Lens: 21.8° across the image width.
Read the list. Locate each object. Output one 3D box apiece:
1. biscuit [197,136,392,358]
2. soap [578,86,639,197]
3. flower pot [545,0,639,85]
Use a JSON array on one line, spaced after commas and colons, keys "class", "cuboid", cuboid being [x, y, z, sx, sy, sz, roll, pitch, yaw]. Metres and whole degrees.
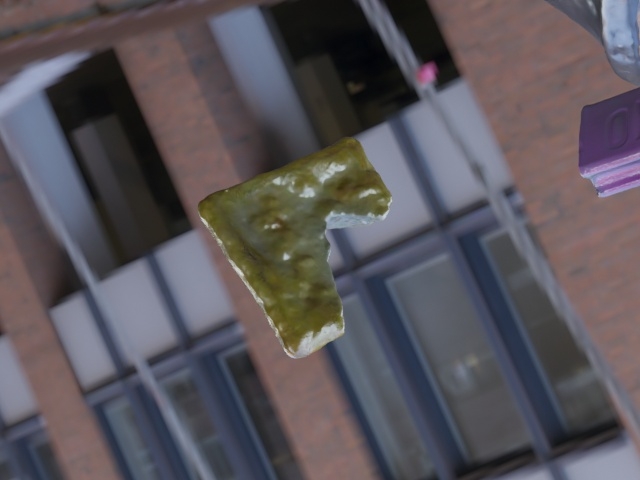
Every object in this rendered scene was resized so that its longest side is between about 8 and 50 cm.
[{"class": "biscuit", "cuboid": [0.000, 0.000, 1.498, 0.183, 0.174, 0.039, -28, 162, -27]}, {"class": "soap", "cuboid": [0.421, -0.138, 2.048, 0.203, 0.065, 0.122, -19, -137, 30]}, {"class": "flower pot", "cuboid": [0.140, -0.296, 0.985, 0.251, 0.379, 0.379, 20, -167, 17]}]
